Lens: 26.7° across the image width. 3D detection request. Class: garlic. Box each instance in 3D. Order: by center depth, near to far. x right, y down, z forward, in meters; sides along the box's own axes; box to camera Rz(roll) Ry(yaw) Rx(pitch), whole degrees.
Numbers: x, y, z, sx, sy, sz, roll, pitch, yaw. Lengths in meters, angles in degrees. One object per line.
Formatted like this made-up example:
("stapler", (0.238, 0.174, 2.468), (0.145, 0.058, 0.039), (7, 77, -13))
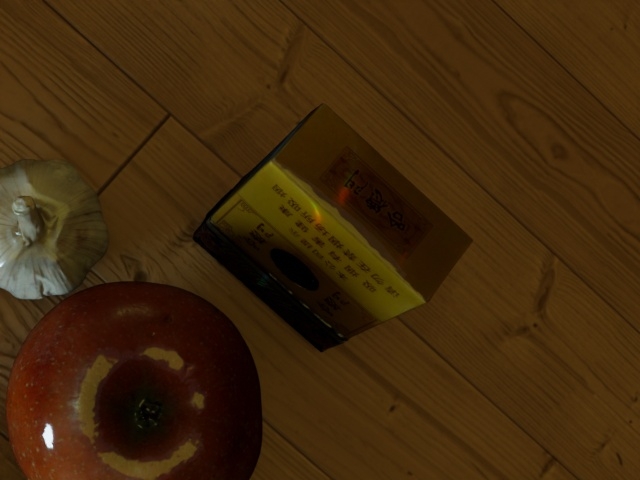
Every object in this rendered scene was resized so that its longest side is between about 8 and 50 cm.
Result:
("garlic", (-0.372, -0.028, 1.780), (0.199, 0.226, 0.199), (2, 79, -12))

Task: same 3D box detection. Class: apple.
("apple", (-0.237, 0.221, 1.757), (0.348, 0.277, 0.349), (3, 81, -17))

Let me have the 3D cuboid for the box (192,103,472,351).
("box", (0.000, 0.000, 1.792), (0.264, 0.415, 0.116), (41, 67, -7))
